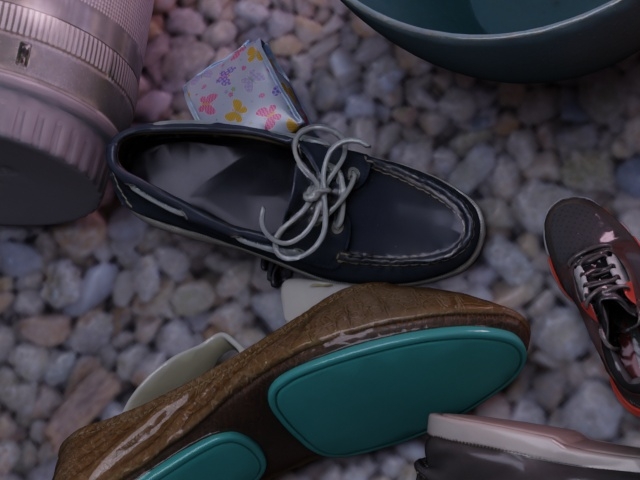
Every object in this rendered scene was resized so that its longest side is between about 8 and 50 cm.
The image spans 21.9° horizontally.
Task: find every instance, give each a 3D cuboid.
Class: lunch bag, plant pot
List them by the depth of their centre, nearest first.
[{"bbox_3d":[0.142,-0.218,1.069,0.290,0.195,0.290,-7,68,18],"label":"plant pot"},{"bbox_3d":[-0.051,-0.093,1.171,0.071,0.053,0.083,-32,73,7],"label":"lunch bag"}]

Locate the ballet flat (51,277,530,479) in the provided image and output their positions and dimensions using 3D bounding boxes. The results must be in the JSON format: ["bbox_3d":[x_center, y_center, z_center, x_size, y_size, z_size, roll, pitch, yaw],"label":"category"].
[{"bbox_3d":[-0.034,0.098,1.073,0.342,0.116,0.124,-30,43,11],"label":"ballet flat"}]

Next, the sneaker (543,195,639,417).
[{"bbox_3d":[0.184,0.032,1.030,0.061,0.065,0.158,-29,63,7],"label":"sneaker"}]

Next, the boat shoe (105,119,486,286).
[{"bbox_3d":[-0.017,-0.031,1.091,0.254,0.079,0.095,17,81,8],"label":"boat shoe"}]

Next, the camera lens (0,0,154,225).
[{"bbox_3d":[-0.229,-0.171,1.170,0.219,0.219,0.274,1,70,20],"label":"camera lens"}]

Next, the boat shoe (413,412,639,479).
[{"bbox_3d":[0.210,0.170,0.953,0.335,0.112,0.095,8,90,28],"label":"boat shoe"}]

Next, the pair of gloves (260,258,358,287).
[{"bbox_3d":[0.000,0.000,1.140,0.083,0.010,0.074,5,72,22],"label":"pair of gloves"}]
